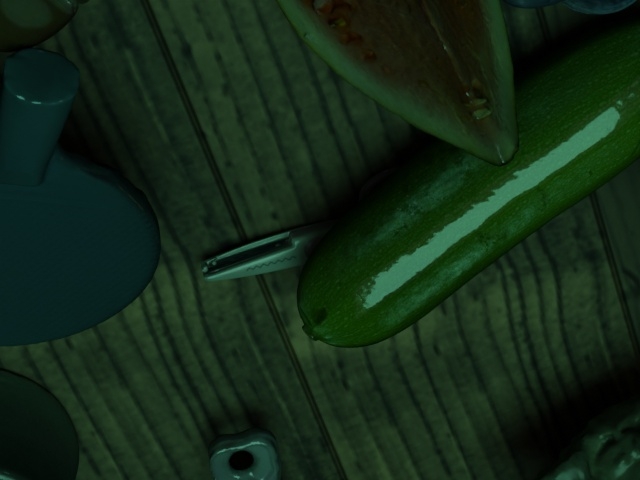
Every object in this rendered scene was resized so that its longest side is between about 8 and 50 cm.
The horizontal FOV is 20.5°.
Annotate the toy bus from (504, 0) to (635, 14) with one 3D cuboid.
[{"bbox_3d":[0.181,-0.287,1.043,0.294,0.197,0.231,-34,84,1],"label":"toy bus"}]

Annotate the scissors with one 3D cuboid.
[{"bbox_3d":[0.000,0.000,1.270,0.176,0.022,0.085,-15,121,-7],"label":"scissors"}]

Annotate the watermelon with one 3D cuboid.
[{"bbox_3d":[0.047,-0.206,1.109,0.128,0.159,0.303,-40,121,-23],"label":"watermelon"}]

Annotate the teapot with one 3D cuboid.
[{"bbox_3d":[-0.257,0.192,1.253,0.162,0.149,0.239,-43,119,14],"label":"teapot"}]

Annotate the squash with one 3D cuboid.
[{"bbox_3d":[0.137,-0.054,1.218,0.379,0.101,0.101,-36,120,6],"label":"squash"}]

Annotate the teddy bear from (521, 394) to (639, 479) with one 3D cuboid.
[{"bbox_3d":[0.287,0.267,1.404,0.357,0.224,0.367,-4,105,-7],"label":"teddy bear"}]

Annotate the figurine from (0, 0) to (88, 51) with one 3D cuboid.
[{"bbox_3d":[-0.207,-0.200,1.044,0.177,0.173,0.247,34,139,-22],"label":"figurine"}]

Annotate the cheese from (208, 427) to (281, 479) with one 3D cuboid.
[{"bbox_3d":[-0.039,0.266,1.382,0.163,0.082,0.286,-16,118,-3],"label":"cheese"}]

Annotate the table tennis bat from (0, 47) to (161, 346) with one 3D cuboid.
[{"bbox_3d":[-0.202,-0.015,1.128,0.215,0.044,0.329,6,149,-15],"label":"table tennis bat"}]
